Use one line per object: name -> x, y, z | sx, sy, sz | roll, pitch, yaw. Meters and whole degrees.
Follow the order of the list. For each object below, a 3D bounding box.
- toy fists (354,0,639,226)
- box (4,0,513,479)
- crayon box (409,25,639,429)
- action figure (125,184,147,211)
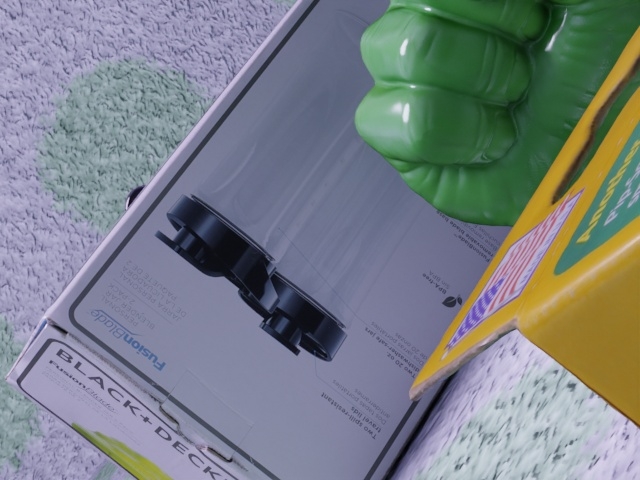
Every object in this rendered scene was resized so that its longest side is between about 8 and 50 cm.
toy fists -> 0.128, -0.129, 0.780 | 0.279, 0.142, 0.096 | -52, 5, 7
box -> 0.000, 0.000, 0.898 | 0.290, 0.169, 0.087 | -56, 6, -31
crayon box -> 0.161, -0.068, 0.360 | 0.203, 0.083, 0.323 | -55, 6, -33
action figure -> -0.043, 0.048, 1.206 | 0.164, 0.141, 0.275 | -60, -22, 0
